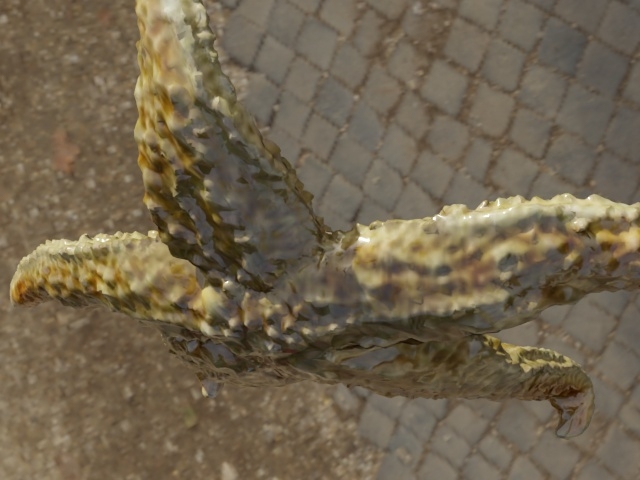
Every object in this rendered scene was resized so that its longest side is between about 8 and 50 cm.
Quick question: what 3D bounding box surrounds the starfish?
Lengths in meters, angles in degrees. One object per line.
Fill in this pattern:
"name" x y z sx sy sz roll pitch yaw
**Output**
"starfish" -0.003 0.007 0.498 0.375 0.094 0.327 2 142 24
